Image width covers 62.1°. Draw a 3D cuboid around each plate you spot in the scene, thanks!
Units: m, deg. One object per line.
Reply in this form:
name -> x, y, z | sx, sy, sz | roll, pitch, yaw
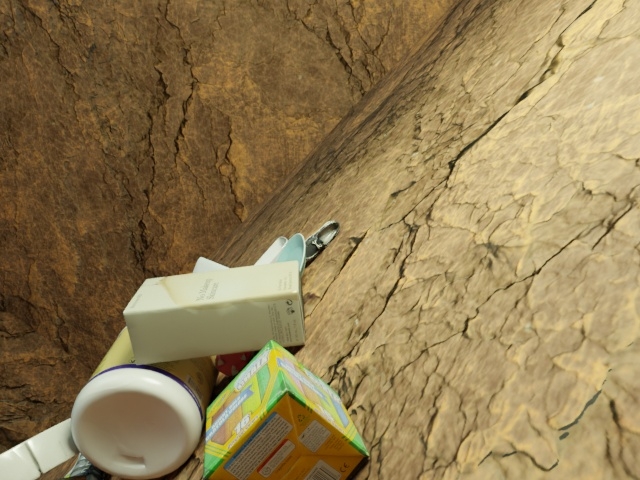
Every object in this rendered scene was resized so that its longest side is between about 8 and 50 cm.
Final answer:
plate -> -0.074, 0.074, 1.264 | 0.188, 0.024, 0.188 | -51, 26, 37

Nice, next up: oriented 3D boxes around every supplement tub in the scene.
supplement tub -> -0.343, 0.296, 1.118 | 0.241, 0.241, 0.331 | -45, 14, 14

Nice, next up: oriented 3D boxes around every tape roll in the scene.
tape roll -> -0.627, 0.468, 1.026 | 0.392, 0.072, 0.392 | -31, -7, -4

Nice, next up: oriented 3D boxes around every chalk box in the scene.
chalk box -> -0.053, 0.224, 0.661 | 0.132, 0.132, 0.213 | -48, 14, -2

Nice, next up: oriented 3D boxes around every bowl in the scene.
bowl -> -0.128, 0.060, 1.489 | 0.142, 0.053, 0.142 | -50, 13, -4

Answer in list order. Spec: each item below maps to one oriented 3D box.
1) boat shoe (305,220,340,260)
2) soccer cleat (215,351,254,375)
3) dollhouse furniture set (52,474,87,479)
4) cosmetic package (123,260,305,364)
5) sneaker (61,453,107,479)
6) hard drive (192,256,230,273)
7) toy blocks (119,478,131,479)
boat shoe -> 0.000, 0.000, 1.285 | 0.125, 0.046, 0.038 | -43, 8, -11
soccer cleat -> -0.138, 0.182, 1.148 | 0.248, 0.083, 0.095 | -52, 10, -5
dollhouse furniture set -> -0.615, 0.594, 1.116 | 0.242, 0.212, 0.161 | -17, 71, 27
cosmetic package -> -0.187, 0.132, 1.007 | 0.309, 0.113, 0.160 | -7, 19, -1
sneaker -> -0.585, 0.595, 1.371 | 0.121, 0.111, 0.300 | -14, 41, 49
hard drive -> -0.290, 0.166, 1.429 | 0.307, 0.040, 0.203 | 13, 80, 55
toy blocks -> -0.427, 0.520, 1.156 | 0.148, 0.054, 0.123 | -37, 19, 39
